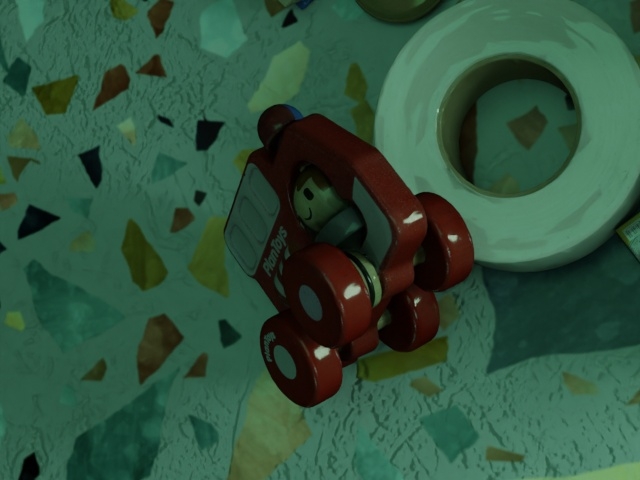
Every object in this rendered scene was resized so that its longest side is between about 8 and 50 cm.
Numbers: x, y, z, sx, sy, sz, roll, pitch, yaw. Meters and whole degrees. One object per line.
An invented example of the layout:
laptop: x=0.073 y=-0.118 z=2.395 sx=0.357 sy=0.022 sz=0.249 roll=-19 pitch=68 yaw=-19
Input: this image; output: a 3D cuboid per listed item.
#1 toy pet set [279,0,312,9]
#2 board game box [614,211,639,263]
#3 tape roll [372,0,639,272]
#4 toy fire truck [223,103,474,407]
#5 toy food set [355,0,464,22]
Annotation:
toy pet set: x=-0.043 y=-0.323 z=1.604 sx=0.114 sy=0.065 sz=0.122 roll=46 pitch=133 yaw=11
board game box: x=0.442 y=-0.017 z=1.432 sx=0.243 sy=0.042 sz=0.165 roll=-37 pitch=74 yaw=9
tape roll: x=0.200 y=-0.110 z=1.489 sx=0.286 sy=0.100 sz=0.286 roll=-2 pitch=83 yaw=17
toy fire truck: x=0.000 y=0.000 z=1.448 sx=0.169 sy=0.302 sz=0.254 roll=-27 pitch=67 yaw=-28
toy food set: x=0.093 y=-0.304 z=1.586 sx=0.132 sy=0.038 sz=0.192 roll=-46 pitch=78 yaw=14
